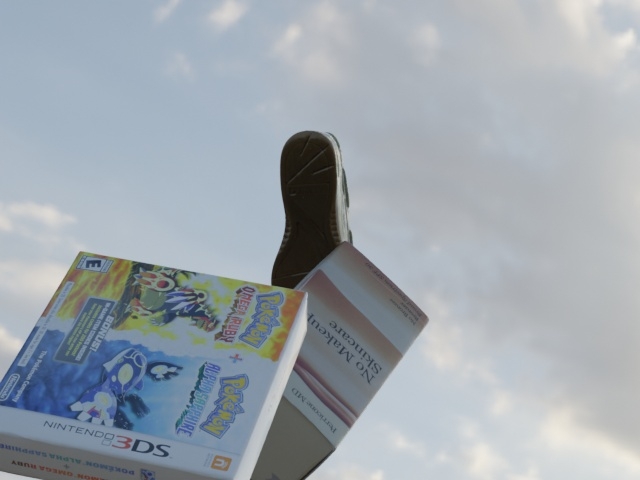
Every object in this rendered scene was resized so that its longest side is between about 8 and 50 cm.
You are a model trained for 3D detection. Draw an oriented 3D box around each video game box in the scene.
[{"bbox_3d":[-0.122,0.098,1.099,0.187,0.205,0.048,11,-51,8],"label":"video game box"}]

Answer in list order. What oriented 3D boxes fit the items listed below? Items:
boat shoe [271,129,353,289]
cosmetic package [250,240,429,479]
[{"bbox_3d":[0.000,0.000,1.979,0.104,0.285,0.089,6,7,19],"label":"boat shoe"},{"bbox_3d":[-0.010,0.143,1.754,0.153,0.296,0.129,43,-54,-2],"label":"cosmetic package"}]
